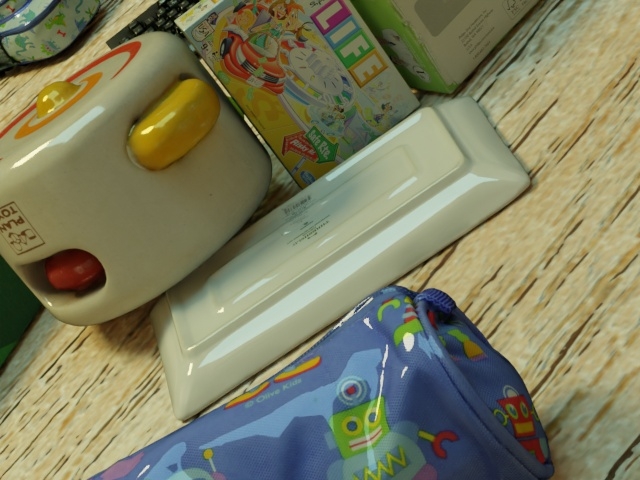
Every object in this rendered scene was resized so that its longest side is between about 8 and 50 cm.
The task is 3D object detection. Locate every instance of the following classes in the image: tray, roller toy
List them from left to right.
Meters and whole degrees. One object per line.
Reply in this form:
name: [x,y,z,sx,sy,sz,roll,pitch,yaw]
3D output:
roller toy: [-0.145,-0.048,1.277,0.191,0.146,0.209,-36,17,3]
tray: [0.000,0.000,1.206,0.270,0.030,0.145,-34,29,6]

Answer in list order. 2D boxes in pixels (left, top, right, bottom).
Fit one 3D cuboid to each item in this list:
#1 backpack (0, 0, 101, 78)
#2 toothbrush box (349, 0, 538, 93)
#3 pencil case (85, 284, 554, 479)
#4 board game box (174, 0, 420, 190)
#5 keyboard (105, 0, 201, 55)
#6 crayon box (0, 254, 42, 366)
backpack: [-0.277,-0.219,1.758,0.114,0.084,0.105,-3,46,41]
toothbrush box: [0.051,-0.233,1.388,0.206,0.122,0.283,-46,29,-16]
pencil case: [-0.035,0.136,0.951,0.306,0.133,0.119,-31,0,10]
board game box: [-0.014,-0.121,1.264,0.103,0.154,0.026,-39,29,-2]
keyboard: [-0.060,-0.265,1.645,0.317,0.033,0.201,-38,29,-3]
crayon box: [-0.353,0.123,1.358,0.203,0.083,0.323,-9,39,41]
